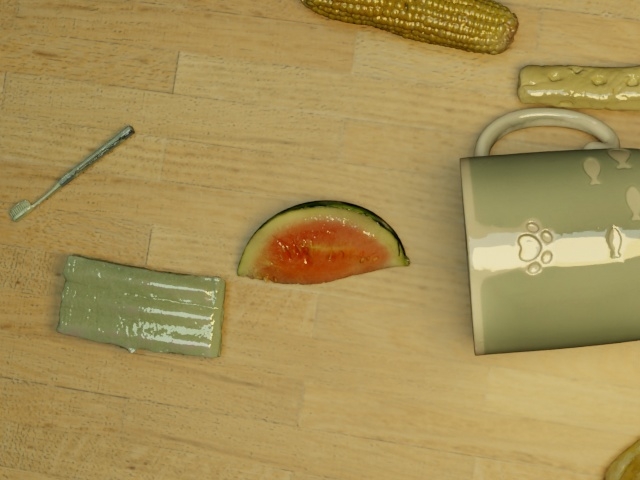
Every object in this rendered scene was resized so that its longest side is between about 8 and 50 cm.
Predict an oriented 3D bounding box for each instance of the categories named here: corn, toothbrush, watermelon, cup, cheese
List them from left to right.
[{"bbox_3d":[-0.356,-0.096,1.910,0.219,0.016,0.019,-36,75,5],"label":"toothbrush"},{"bbox_3d":[0.000,0.003,1.844,0.245,0.063,0.119,-4,100,6],"label":"watermelon"},{"bbox_3d":[0.113,-0.324,1.824,0.320,0.097,0.097,17,90,5],"label":"corn"},{"bbox_3d":[0.323,-0.030,1.727,0.275,0.259,0.356,-3,56,6],"label":"cup"},{"bbox_3d":[0.364,-0.207,1.804,0.194,0.043,0.065,2,63,6],"label":"cheese"}]

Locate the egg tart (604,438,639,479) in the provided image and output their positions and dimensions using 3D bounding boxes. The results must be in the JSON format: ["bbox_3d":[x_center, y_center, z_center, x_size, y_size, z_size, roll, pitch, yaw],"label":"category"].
[{"bbox_3d":[0.512,0.401,1.722,0.345,0.132,0.345,0,90,6],"label":"egg tart"}]

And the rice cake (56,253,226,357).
[{"bbox_3d":[-0.250,0.096,1.873,0.237,0.043,0.127,7,90,8],"label":"rice cake"}]
